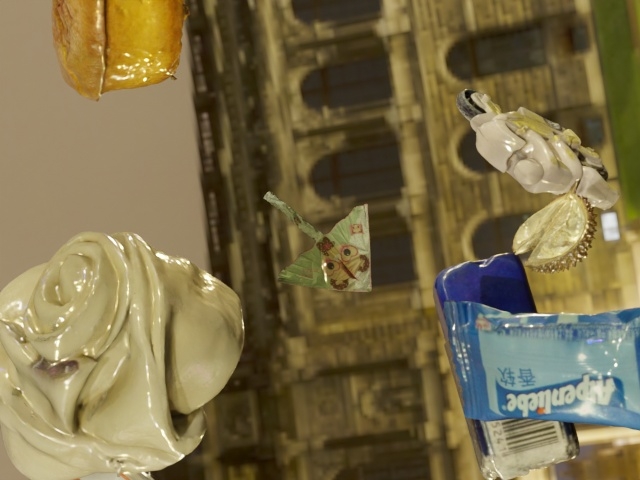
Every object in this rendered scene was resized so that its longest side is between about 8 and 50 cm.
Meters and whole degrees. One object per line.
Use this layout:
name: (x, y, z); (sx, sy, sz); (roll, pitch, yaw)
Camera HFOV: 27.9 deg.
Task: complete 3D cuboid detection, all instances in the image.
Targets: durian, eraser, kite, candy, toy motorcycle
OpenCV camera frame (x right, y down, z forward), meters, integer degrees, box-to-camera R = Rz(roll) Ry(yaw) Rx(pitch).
durian: (0.322, -0.012, 1.706); (0.071, 0.110, 0.140); (38, -102, -47)
eraser: (0.277, 0.195, 1.974); (0.101, 0.155, 0.332); (97, 158, -76)
kite: (0.000, -0.001, 2.228); (0.250, 0.229, 0.012); (44, 153, 4)
candy: (0.321, 0.162, 1.680); (0.077, 0.331, 0.187); (-30, -67, -52)
toy motorcycle: (0.402, -0.159, 2.373); (0.108, 0.340, 0.223); (-56, 19, 30)

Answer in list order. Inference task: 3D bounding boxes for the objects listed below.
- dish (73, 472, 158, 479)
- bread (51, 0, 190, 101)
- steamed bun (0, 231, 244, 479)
dish: (-0.330, 0.488, 2.296); (0.085, 0.260, 0.260); (-30, -66, -43)
bread: (-0.299, -0.323, 1.929); (0.340, 0.194, 0.179); (114, 140, -55)
steamed bun: (-0.298, 0.138, 1.738); (0.255, 0.367, 0.342); (59, -152, -56)
